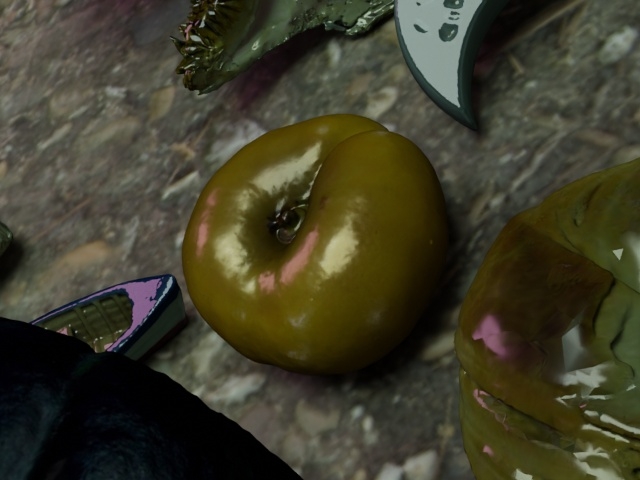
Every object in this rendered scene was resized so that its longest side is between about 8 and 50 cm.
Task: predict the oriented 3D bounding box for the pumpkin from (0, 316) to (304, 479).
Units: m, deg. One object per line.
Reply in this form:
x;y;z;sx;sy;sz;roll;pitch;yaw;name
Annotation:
-0.151;0.192;0.748;0.363;0.363;0.266;7;59;36;pumpkin

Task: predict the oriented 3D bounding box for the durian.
0.006;-0.231;1.086;0.306;0.166;0.172;-35;18;2;durian

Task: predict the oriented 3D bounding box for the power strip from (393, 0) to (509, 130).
0.135;-0.183;0.989;0.216;0.044;0.137;-42;72;4;power strip

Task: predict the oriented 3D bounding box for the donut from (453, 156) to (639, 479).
0.237;0.079;0.697;0.360;0.170;0.360;-15;54;22;donut

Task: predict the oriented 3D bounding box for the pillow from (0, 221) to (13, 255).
-0.414;0.029;1.171;0.281;0.076;0.274;-40;43;-23;pillow

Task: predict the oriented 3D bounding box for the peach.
0.000;0.000;0.946;0.179;0.103;0.179;-16;51;21;peach

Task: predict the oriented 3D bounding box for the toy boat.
-0.184;0.089;1.047;0.229;0.046;0.080;-30;48;13;toy boat
